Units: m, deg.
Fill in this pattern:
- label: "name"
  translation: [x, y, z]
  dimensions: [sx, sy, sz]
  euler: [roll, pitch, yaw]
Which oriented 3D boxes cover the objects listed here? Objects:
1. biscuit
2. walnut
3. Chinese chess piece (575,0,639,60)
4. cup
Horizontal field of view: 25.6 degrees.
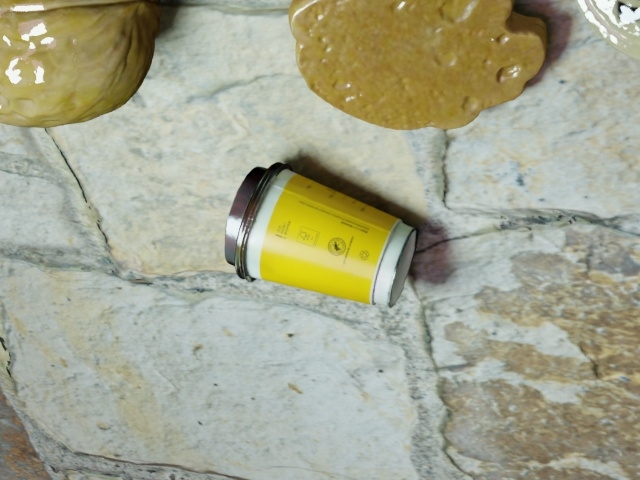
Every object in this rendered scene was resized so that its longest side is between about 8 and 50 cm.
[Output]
- label: "biscuit"
  translation: [0.139, -0.273, 1.881]
  dimensions: [0.351, 0.057, 0.312]
  euler: [-27, 131, 33]
- label: "walnut"
  translation: [-0.417, -0.349, 2.118]
  dimensions: [0.397, 0.308, 0.354]
  euler: [7, 113, 33]
- label: "Chinese chess piece"
  translation: [0.418, -0.335, 1.673]
  dimensions: [0.257, 0.104, 0.257]
  euler: [22, 131, 28]
- label: "cup"
  translation: [0.000, 0.000, 2.175]
  dimensions: [0.279, 0.196, 0.196]
  euler: [18, 130, 11]
